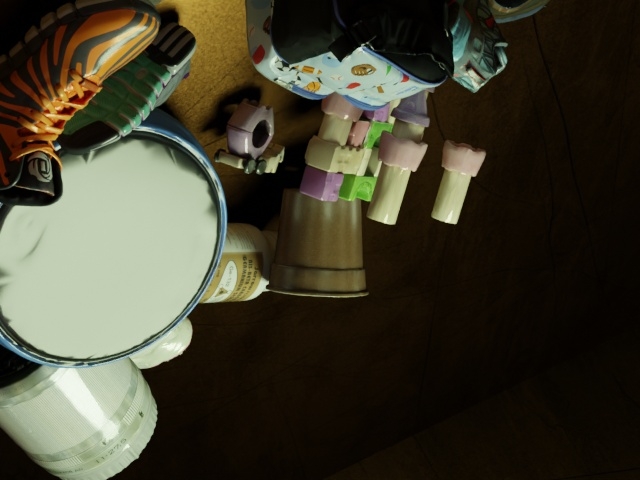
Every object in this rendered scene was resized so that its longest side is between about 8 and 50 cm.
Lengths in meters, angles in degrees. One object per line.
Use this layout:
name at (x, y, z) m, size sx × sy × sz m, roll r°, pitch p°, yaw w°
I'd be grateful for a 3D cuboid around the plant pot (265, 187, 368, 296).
plant pot at (0.000, 0.000, 1.840) m, size 0.167 × 0.165 × 0.167 m, roll 4°, pitch -177°, yaw 0°

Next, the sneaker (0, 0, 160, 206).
sneaker at (-0.305, -0.144, 1.330) m, size 0.321 × 0.180 × 0.125 m, roll -28°, pitch 155°, yaw 19°

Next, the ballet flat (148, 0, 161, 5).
ballet flat at (-0.134, -0.366, 1.320) m, size 0.250 × 0.058 × 0.084 m, roll -39°, pitch 154°, yaw 8°

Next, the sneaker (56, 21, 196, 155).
sneaker at (-0.237, -0.173, 1.453) m, size 0.223 × 0.083 × 0.098 m, roll -45°, pitch 166°, yaw -19°

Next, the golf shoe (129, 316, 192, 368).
golf shoe at (-0.378, 0.184, 1.974) m, size 0.306 × 0.115 × 0.140 m, roll -30°, pitch 138°, yaw -5°

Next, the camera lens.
camera lens at (-0.407, 0.224, 1.792) m, size 0.219 × 0.219 × 0.274 m, roll -30°, pitch 128°, yaw 0°

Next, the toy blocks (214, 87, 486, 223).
toy blocks at (0.067, -0.190, 1.688) m, size 0.289 × 0.309 × 0.260 m, roll -3°, pitch 111°, yaw -61°

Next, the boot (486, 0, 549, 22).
boot at (0.335, -0.400, 1.719) m, size 0.219 × 0.082 × 0.106 m, roll -30°, pitch 175°, yaw -9°

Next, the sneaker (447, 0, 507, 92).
sneaker at (0.201, -0.278, 1.603) m, size 0.104 × 0.125 × 0.262 m, roll -39°, pitch -165°, yaw 29°

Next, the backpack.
backpack at (0.042, -0.281, 1.398) m, size 0.213 × 0.276 × 0.263 m, roll -16°, pitch 155°, yaw 40°

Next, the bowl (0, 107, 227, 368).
bowl at (-0.301, 0.000, 1.565) m, size 0.391 × 0.077 × 0.391 m, roll -18°, pitch 125°, yaw -29°

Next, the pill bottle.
pill bottle at (-0.153, 0.036, 1.891) m, size 0.229 × 0.131 × 0.131 m, roll -1°, pitch 141°, yaw -44°
